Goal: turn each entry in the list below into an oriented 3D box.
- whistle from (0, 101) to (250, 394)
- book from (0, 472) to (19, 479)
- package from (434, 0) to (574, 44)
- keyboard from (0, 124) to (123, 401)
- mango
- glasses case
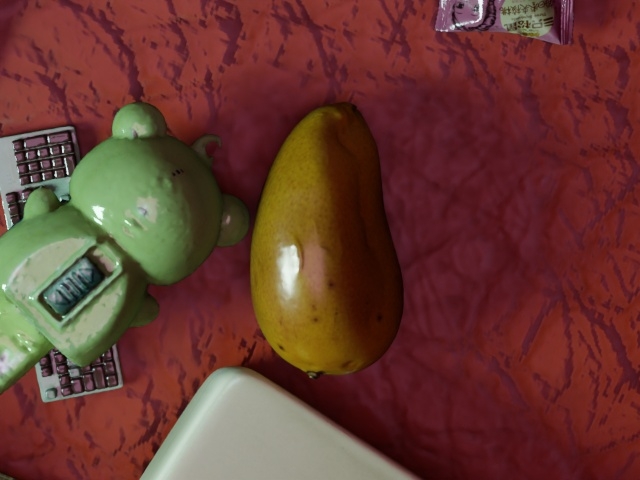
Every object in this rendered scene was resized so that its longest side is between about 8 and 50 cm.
[{"bbox_3d":[-0.140,0.019,1.037,0.227,0.085,0.105,-44,103,-1],"label":"whistle"},{"bbox_3d":[-0.148,0.274,1.130,0.264,0.027,0.202,24,97,-7],"label":"book"},{"bbox_3d":[0.111,-0.149,1.065,0.083,0.029,0.059,6,108,6],"label":"package"},{"bbox_3d":[-0.161,0.016,1.085,0.055,0.017,0.166,-10,101,-2],"label":"keyboard"},{"bbox_3d":[-0.003,0.002,1.054,0.084,0.105,0.159,-10,89,24],"label":"mango"},{"bbox_3d":[0.044,0.218,1.090,0.336,0.076,0.144,35,81,-9],"label":"glasses case"}]
